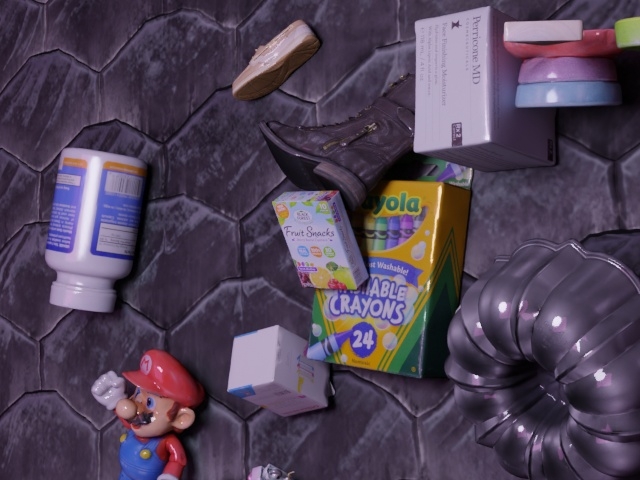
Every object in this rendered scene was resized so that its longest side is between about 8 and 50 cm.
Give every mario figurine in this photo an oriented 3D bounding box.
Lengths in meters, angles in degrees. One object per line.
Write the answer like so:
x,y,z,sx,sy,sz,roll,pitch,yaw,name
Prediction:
-0.302,0.328,1.878,0.198,0.170,0.320,14,102,4,mario figurine

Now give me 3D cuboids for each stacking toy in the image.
0.359,-0.183,1.350,0.309,0.279,0.130,2,96,23,stacking toy

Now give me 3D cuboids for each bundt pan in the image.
0.278,0.170,1.386,0.331,0.124,0.330,29,133,37,bundt pan

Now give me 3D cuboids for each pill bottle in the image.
-0.394,-0.017,2.016,0.152,0.152,0.272,9,89,39,pill bottle

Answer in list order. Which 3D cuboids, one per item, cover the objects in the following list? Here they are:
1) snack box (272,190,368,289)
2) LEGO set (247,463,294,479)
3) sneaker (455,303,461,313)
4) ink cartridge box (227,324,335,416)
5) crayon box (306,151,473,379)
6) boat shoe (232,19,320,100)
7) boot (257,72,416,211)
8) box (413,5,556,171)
0.000,0.000,1.624,0.100,0.037,0.141,0,119,38,snack box
-0.084,0.479,1.694,0.107,0.132,0.287,-33,31,41,LEGO set
0.255,0.067,1.566,0.065,0.061,0.158,46,115,4,sneaker
-0.054,0.199,1.733,0.092,0.143,0.090,-18,56,35,ink cartridge box
0.099,0.025,1.665,0.203,0.083,0.323,5,86,39,crayon box
-0.077,-0.290,1.866,0.170,0.063,0.059,-34,61,20,boat shoe
0.059,-0.163,1.683,0.229,0.091,0.263,-42,48,-15,boot
0.220,-0.194,1.537,0.119,0.182,0.181,-5,80,38,box
